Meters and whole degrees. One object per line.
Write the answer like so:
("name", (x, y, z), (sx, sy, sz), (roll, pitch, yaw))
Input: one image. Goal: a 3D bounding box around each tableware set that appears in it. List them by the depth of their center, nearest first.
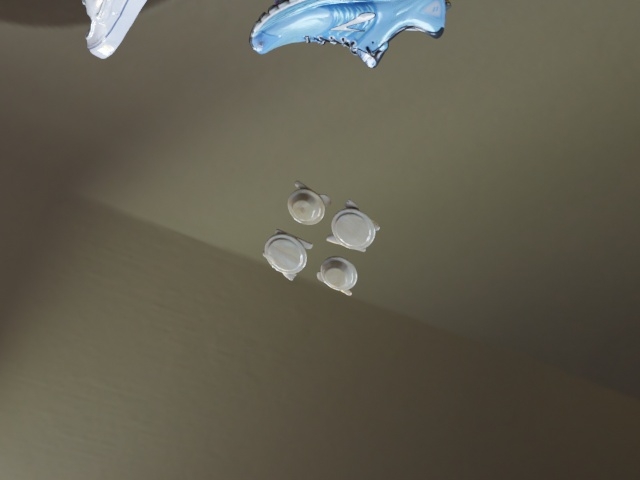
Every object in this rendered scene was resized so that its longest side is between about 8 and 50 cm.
("tableware set", (0.000, 0.000, 1.716), (0.020, 0.141, 0.168), (-51, 167, -56))

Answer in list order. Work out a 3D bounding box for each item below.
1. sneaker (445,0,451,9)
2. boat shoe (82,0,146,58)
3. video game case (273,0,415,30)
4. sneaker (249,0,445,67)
("sneaker", (0.078, -0.305, 1.239), (0.077, 0.178, 0.072), (-38, -168, 22))
("boat shoe", (-0.278, -0.340, 1.645), (0.258, 0.084, 0.095), (-43, -152, 50))
("video game case", (0.041, -0.271, 1.180), (0.157, 0.019, 0.143), (6, -109, 17))
("sneaker", (0.023, -0.168, 0.963), (0.162, 0.063, 0.073), (-13, -80, 6))
